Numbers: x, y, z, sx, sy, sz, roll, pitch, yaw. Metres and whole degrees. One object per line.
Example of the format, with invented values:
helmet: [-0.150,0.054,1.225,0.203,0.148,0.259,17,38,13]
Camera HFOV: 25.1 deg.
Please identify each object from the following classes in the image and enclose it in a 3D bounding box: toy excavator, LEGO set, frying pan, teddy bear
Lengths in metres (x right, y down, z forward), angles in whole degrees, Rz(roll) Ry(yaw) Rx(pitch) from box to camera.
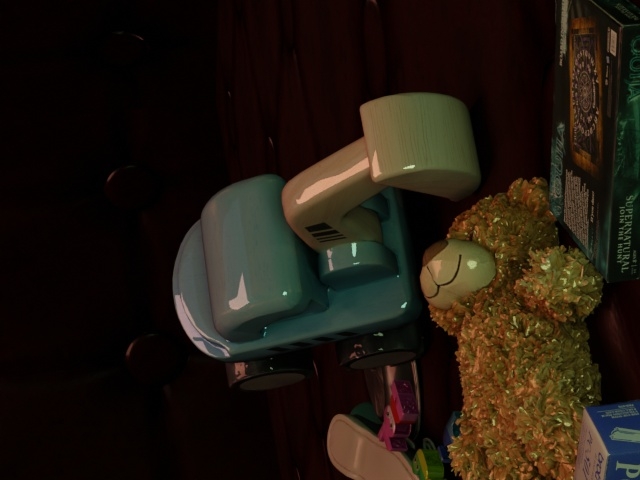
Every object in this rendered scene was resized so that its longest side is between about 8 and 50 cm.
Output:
toy excavator: [0.000,0.000,1.550,0.445,0.433,0.222,30,-132,-65]
LEGO set: [0.125,0.261,1.474,0.227,0.087,0.093,-106,28,-46]
frying pan: [0.082,0.095,1.792,0.197,0.053,0.326,-123,24,-69]
teddy bear: [0.155,0.109,1.122,0.245,0.113,0.338,114,148,-69]

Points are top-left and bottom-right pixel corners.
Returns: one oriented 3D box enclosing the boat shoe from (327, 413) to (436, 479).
boat shoe: [0.094,0.276,1.697,0.254,0.079,0.095,24,109,61]

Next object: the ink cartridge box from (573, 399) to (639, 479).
ink cartridge box: [0.205,0.187,0.898,0.046,0.097,0.207,-109,15,-53]

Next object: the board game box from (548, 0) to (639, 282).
board game box: [0.194,-0.081,1.006,0.126,0.026,0.186,-113,18,-62]

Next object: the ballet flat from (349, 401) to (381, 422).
ballet flat: [0.079,0.283,1.873,0.206,0.073,0.067,-109,1,-68]
